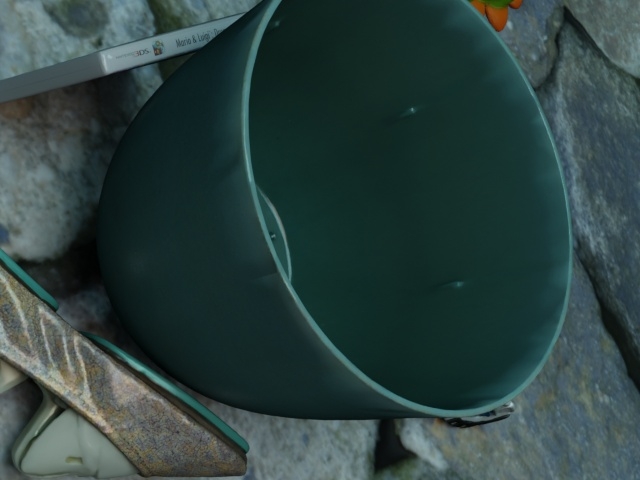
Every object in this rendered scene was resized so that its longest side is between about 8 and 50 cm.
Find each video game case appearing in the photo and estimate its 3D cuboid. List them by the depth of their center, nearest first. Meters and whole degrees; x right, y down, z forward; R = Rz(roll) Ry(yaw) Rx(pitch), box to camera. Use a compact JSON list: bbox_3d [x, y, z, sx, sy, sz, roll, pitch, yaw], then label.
[{"bbox_3d":[-0.142,-0.128,0.843,0.143,0.157,0.019,-25,105,-43],"label":"video game case"}]

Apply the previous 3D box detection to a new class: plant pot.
[{"bbox_3d":[-0.013,-0.013,0.807,0.293,0.235,0.293,15,67,-41],"label":"plant pot"}]

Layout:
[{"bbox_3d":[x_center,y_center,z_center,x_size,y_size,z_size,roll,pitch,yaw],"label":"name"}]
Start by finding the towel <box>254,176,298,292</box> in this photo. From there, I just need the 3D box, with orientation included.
[{"bbox_3d":[0.000,0.000,1.002,0.199,0.031,0.275,11,69,-39],"label":"towel"}]

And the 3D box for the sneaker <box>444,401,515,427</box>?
[{"bbox_3d":[0.103,0.100,1.011,0.191,0.071,0.083,41,33,-58],"label":"sneaker"}]

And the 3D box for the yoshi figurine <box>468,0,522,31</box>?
[{"bbox_3d":[0.181,-0.355,1.173,0.203,0.203,0.362,41,45,4],"label":"yoshi figurine"}]

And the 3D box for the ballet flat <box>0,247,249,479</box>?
[{"bbox_3d":[-0.189,0.088,0.777,0.316,0.107,0.106,41,72,-15],"label":"ballet flat"}]
